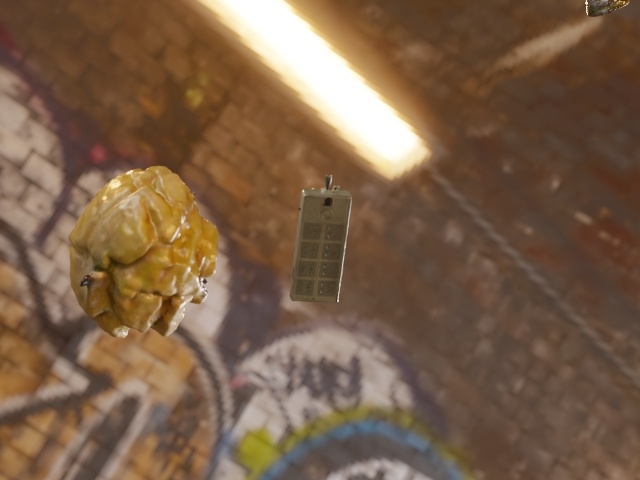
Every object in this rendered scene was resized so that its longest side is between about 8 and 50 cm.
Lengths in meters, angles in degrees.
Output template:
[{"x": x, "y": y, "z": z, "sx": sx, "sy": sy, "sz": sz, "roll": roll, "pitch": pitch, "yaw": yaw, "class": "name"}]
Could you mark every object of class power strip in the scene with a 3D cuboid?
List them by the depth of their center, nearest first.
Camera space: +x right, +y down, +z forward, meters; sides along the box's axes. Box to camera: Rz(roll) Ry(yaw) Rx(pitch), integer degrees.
[{"x": 0.000, "y": 0.000, "z": 1.661, "sx": 0.051, "sy": 0.136, "sz": 0.019, "roll": 5, "pitch": 25, "yaw": -8, "class": "power strip"}]

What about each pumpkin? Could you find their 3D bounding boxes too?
[{"x": 0.321, "y": -0.279, "z": 1.944, "sx": 0.050, "sy": 0.083, "sz": 0.028, "roll": -17, "pitch": -70, "yaw": 22, "class": "pumpkin"}]

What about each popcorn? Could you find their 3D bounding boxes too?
[{"x": -0.166, "y": 0.013, "z": 1.600, "sx": 0.167, "sy": 0.152, "sz": 0.148, "roll": -45, "pitch": -118, "yaw": 44, "class": "popcorn"}]
